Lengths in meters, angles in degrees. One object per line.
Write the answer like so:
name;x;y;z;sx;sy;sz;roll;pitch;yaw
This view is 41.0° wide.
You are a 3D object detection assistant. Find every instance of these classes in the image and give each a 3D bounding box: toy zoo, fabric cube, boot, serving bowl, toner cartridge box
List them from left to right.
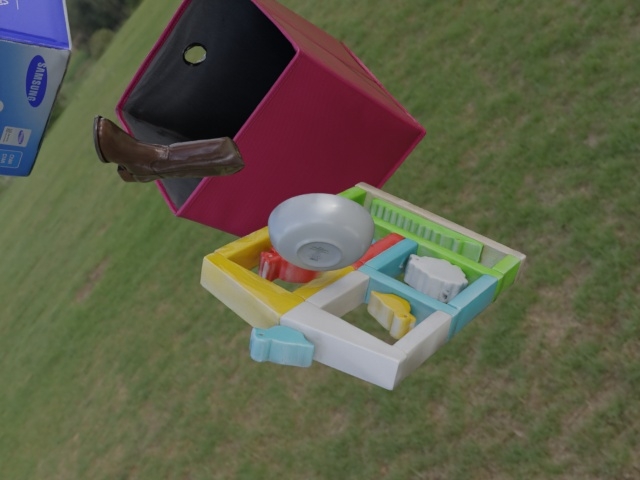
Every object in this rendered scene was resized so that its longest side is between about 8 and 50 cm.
toner cartridge box;-0.310;-0.246;0.817;0.165;0.075;0.348;-53;43;43
boot;-0.124;-0.079;0.726;0.106;0.114;0.037;63;-154;-72
fabric cube;-0.071;-0.164;1.148;0.254;0.258;0.259;-51;48;18
serving bowl;0.000;0.000;0.655;0.083;0.083;0.027;-32;42;40
toy zoo;0.034;0.032;0.740;0.293;0.192;0.030;-27;-44;-50
